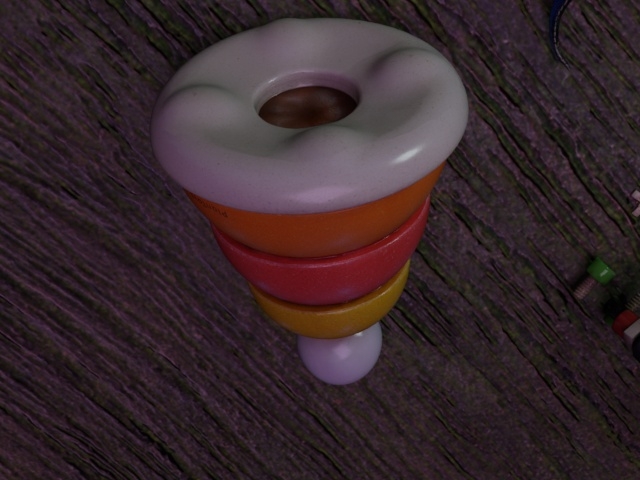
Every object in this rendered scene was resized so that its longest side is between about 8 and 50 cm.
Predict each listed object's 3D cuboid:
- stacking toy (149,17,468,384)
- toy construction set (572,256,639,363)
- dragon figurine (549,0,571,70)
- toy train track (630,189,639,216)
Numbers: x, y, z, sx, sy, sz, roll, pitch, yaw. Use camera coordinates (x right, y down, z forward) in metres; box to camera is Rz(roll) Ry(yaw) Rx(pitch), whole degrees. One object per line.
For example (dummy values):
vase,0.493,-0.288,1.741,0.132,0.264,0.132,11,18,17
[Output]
stacking toy,0.000,0.000,1.136,0.351,0.350,0.480,-4,132,2
toy construction set,0.532,0.107,1.147,0.257,0.309,0.237,36,104,-22
dragon figurine,0.310,-0.330,1.030,0.085,0.144,0.289,15,112,-6
toy train track,0.451,-0.041,1.224,0.083,0.014,0.048,32,110,-13
